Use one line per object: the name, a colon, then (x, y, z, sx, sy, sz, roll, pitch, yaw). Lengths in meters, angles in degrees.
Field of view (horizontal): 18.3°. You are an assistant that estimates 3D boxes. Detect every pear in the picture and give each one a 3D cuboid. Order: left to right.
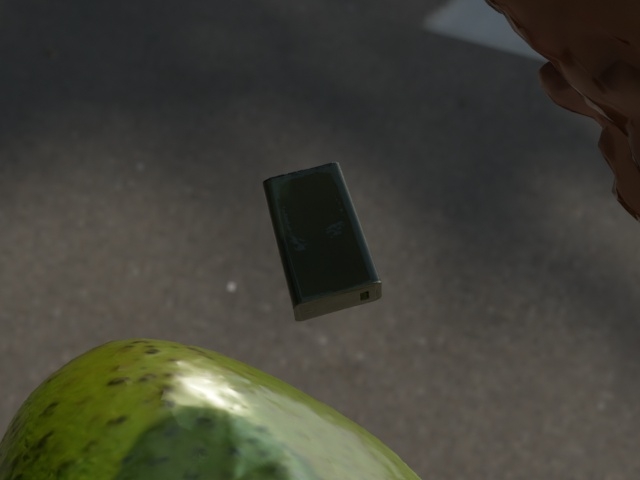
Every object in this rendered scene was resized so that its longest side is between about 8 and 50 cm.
pear: (-0.036, 0.182, 0.961, 0.342, 0.238, 0.318, 12, 37, -53)

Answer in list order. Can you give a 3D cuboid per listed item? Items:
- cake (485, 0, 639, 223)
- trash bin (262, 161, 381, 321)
cake: (0.170, -0.150, 0.441, 0.314, 0.293, 0.307, 39, 46, 16)
trash bin: (0.000, 0.000, 1.324, 0.061, 0.092, 0.043, -15, -19, -3)
